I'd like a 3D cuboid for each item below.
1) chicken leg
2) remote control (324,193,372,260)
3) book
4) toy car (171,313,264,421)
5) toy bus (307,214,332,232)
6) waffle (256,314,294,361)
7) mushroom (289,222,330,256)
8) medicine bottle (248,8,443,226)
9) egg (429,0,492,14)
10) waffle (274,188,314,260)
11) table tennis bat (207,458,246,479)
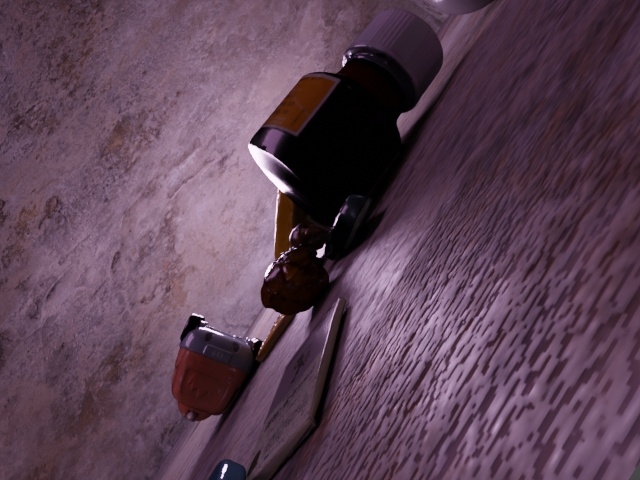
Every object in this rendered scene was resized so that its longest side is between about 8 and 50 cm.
[{"bbox_3d":[-0.035,0.070,0.790,0.113,0.093,0.304,-40,-5,1],"label":"chicken leg"},{"bbox_3d":[0.040,-0.018,0.716,0.072,0.042,0.222,-60,-1,-15],"label":"remote control"},{"bbox_3d":[-0.022,0.143,0.433,0.127,0.014,0.181,-56,4,25],"label":"book"},{"bbox_3d":[-0.253,0.300,1.039,0.270,0.181,0.212,139,154,-75],"label":"toy car"},{"bbox_3d":[0.056,-0.133,1.118,0.138,0.097,0.342,-58,2,28],"label":"toy bus"},{"bbox_3d":[-0.090,0.184,0.945,0.135,0.021,0.092,-56,4,17],"label":"waffle"},{"bbox_3d":[0.000,0.000,0.864,0.187,0.061,0.060,1,-77,-68],"label":"mushroom"},{"bbox_3d":[0.070,-0.234,0.847,0.395,0.242,0.242,-49,2,-12],"label":"medicine bottle"},{"bbox_3d":[0.285,-0.535,0.849,0.176,0.176,0.232,-58,6,-8],"label":"egg"},{"bbox_3d":[-0.050,-0.055,1.064,0.248,0.055,0.221,20,-106,-78],"label":"waffle"},{"bbox_3d":[-0.123,0.290,0.272,0.215,0.044,0.329,-60,2,28],"label":"table tennis bat"}]
